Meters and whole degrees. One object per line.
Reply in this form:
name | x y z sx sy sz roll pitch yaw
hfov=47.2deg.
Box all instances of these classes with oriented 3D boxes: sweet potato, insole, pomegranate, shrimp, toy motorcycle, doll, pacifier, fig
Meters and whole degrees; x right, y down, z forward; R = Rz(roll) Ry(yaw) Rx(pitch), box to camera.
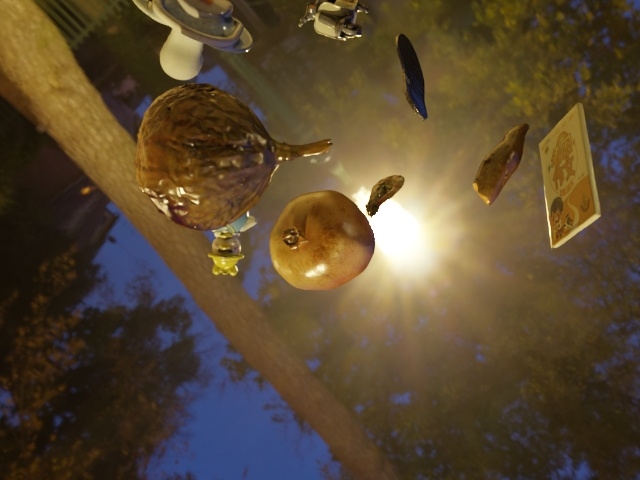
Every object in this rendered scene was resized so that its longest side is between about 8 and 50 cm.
sweet potato | 0.417 -0.189 1.673 0.077 0.077 0.244 -1 -127 57
insole | 0.198 -0.357 1.578 0.012 0.110 0.309 -29 -148 25
pomegranate | 0.000 0.000 2.061 0.319 0.319 0.319 -35 -154 20
shrimp | 0.171 -0.126 2.028 0.101 0.042 0.190 -9 -146 40
toy motorcycle | 0.041 -0.579 1.894 0.263 0.157 0.091 -74 -178 -61
doll | -0.242 -0.028 1.891 0.098 0.135 0.241 18 -72 53
pacifier | -0.294 -0.445 1.595 0.207 0.279 0.227 -57 -162 34
fig | -0.156 -0.174 1.396 0.368 0.286 0.286 -10 -143 21

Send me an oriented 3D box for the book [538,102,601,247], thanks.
book | 0.601 -0.155 1.781 0.208 0.020 0.295 116 -24 -65
